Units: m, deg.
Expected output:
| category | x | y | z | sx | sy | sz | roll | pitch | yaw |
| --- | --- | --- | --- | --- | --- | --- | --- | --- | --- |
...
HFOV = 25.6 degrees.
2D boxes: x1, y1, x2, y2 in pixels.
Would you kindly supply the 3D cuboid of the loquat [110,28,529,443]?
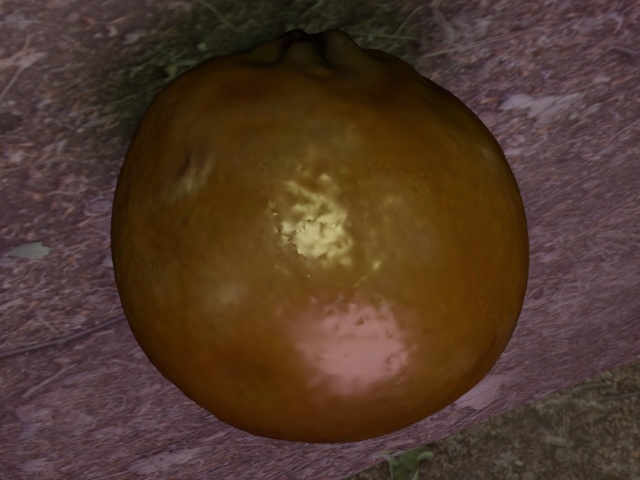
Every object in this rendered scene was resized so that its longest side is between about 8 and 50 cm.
| category | x | y | z | sx | sy | sz | roll | pitch | yaw |
| --- | --- | --- | --- | --- | --- | --- | --- | --- | --- |
| loquat | 0.000 | 0.000 | 1.082 | 0.328 | 0.328 | 0.328 | -15 | 157 | -7 |
